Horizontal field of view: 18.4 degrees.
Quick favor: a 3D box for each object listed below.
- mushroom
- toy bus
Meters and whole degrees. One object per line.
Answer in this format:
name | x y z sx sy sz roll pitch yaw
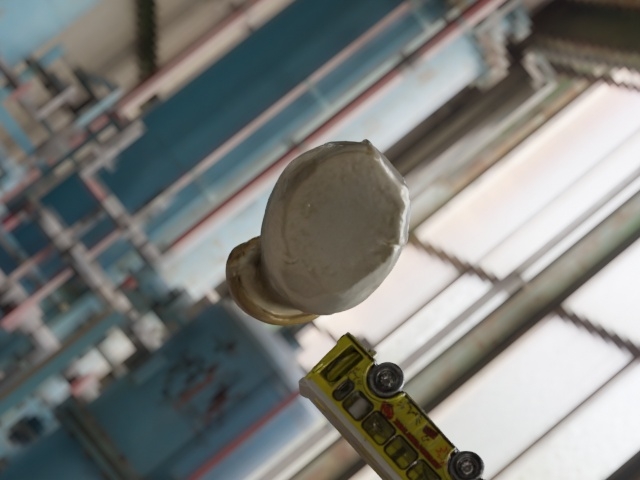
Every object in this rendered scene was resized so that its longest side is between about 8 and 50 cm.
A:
mushroom | 0.000 0.000 1.723 0.128 0.128 0.350 51 -21 3
toy bus | 0.080 0.183 1.721 0.226 0.074 0.081 47 -9 11
